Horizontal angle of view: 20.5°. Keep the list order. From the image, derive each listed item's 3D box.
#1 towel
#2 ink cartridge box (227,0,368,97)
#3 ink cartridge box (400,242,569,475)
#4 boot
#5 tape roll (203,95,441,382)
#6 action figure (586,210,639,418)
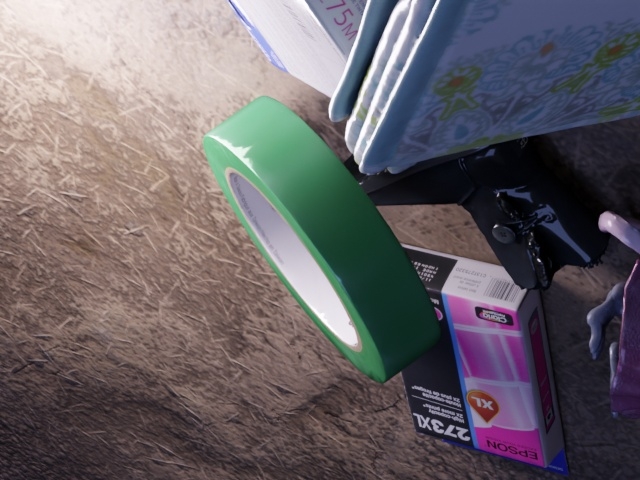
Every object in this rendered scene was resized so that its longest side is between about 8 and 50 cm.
[{"bbox_3d":[0.191,-0.193,1.423,0.374,0.320,0.090,116,136,-61],"label":"towel"},{"bbox_3d":[-0.015,-0.214,1.668,0.186,0.065,0.311,53,170,-29],"label":"ink cartridge box"},{"bbox_3d":[0.183,0.161,2.066,0.175,0.069,0.371,13,143,26],"label":"ink cartridge box"},{"bbox_3d":[0.153,-0.028,1.820,0.246,0.094,0.207,-18,118,41],"label":"boot"},{"bbox_3d":[0.000,0.000,1.859,0.321,0.077,0.321,51,169,14],"label":"tape roll"},{"bbox_3d":[0.461,0.108,1.731,0.370,0.248,0.276,1,93,20],"label":"action figure"}]
